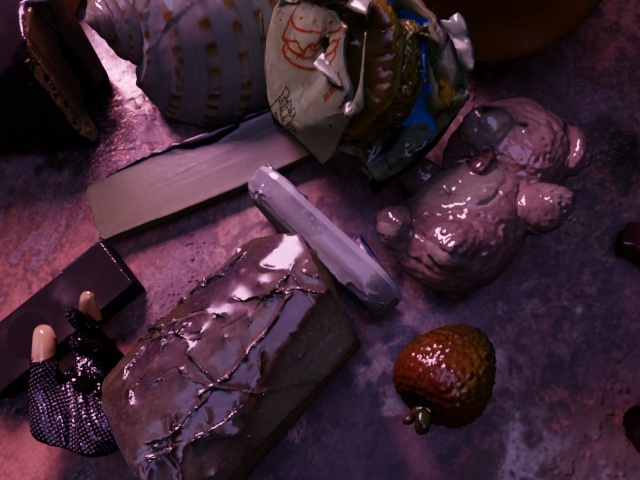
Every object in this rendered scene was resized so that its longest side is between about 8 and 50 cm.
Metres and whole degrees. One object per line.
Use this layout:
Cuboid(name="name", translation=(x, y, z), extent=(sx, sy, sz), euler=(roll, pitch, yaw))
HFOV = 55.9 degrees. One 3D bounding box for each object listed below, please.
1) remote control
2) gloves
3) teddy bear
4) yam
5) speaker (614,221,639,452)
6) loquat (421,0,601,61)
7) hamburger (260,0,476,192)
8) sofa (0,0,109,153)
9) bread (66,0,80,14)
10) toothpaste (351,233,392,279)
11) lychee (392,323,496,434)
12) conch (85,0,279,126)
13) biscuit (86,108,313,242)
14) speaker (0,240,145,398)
Cuboid(name="remote control", translation=(0.000, 0.000, 0.752), extent=(0.052, 0.104, 0.247), euler=(-44, 73, -10))
Cuboid(name="gloves", translation=(-0.274, 0.151, 0.717), extent=(0.129, 0.106, 0.180), euler=(11, 89, 42))
Cuboid(name="teddy bear", translation=(0.195, -0.059, 0.727), extent=(0.236, 0.151, 0.267), euler=(28, 80, 46))
Cuboid(name="yam", translation=(-0.086, 0.129, 0.666), extent=(0.271, 0.202, 0.201), euler=(-40, 73, -10))
Cuboid(name="speaker", translation=(0.462, 0.116, 0.684), extent=(0.259, 0.198, 0.329), euler=(7, 50, 48))
Cuboid(name="loquat", translation=(0.250, -0.393, 0.729), extent=(0.359, 0.328, 0.328), euler=(8, 71, 38))
Cuboid(name="hamburger", translation=(0.026, -0.200, 0.689), extent=(0.276, 0.150, 0.260), euler=(38, 121, 22))
Cuboid(name="sofa", translation=(-0.445, -0.246, 0.831), extent=(0.258, 0.200, 0.182), euler=(-7, 61, 3))
Cuboid(name="bread", translation=(-0.448, -0.435, 0.934), extent=(0.181, 0.096, 0.222), euler=(17, 74, 7))
Cuboid(name="toothpaste", translation=(0.067, 0.027, 0.786), extent=(0.024, 0.015, 0.083), euler=(-36, 68, -5))
Cuboid(name="lychee", translation=(0.141, 0.157, 0.685), extent=(0.114, 0.114, 0.146), euler=(36, 65, 14))
Cuboid(name="conch", translation=(-0.148, -0.327, 0.818), extent=(0.319, 0.215, 0.303), euler=(-29, 83, -4))
Cuboid(name="biscuit", translation=(-0.163, -0.095, 0.831), extent=(0.322, 0.038, 0.099), euler=(-23, 75, -3))
Cuboid(name="speaker", translation=(-0.342, 0.101, 0.780), extent=(0.218, 0.044, 0.082), euler=(-40, 73, -8))
